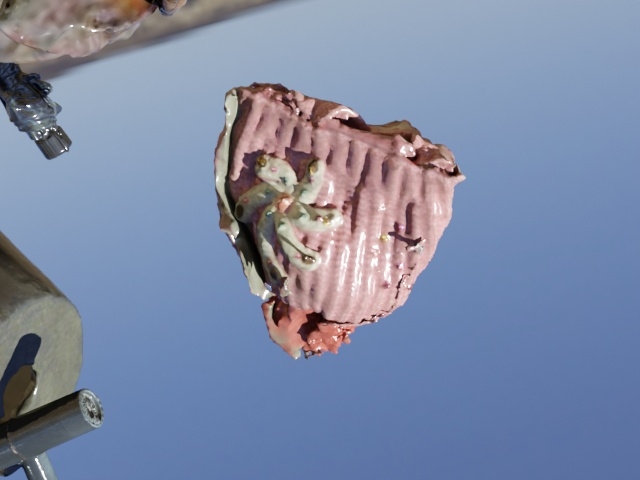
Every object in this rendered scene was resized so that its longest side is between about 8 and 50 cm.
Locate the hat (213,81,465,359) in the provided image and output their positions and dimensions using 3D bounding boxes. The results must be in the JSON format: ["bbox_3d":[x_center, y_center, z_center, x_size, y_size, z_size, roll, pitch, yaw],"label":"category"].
[{"bbox_3d":[0.000,0.000,1.704,0.236,0.286,0.107,24,-141,16],"label":"hat"}]

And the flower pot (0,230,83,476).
[{"bbox_3d":[-0.416,0.105,1.984,0.251,0.379,0.379,22,-152,26],"label":"flower pot"}]

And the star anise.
[{"bbox_3d":[-0.125,-0.225,1.293,0.331,0.117,0.332,-38,-161,15],"label":"star anise"}]

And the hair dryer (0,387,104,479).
[{"bbox_3d":[-0.268,0.262,1.906,0.173,0.195,0.050,-25,-160,23],"label":"hair dryer"}]

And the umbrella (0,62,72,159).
[{"bbox_3d":[-0.358,-0.184,2.041,0.080,0.224,0.071,-28,-159,13],"label":"umbrella"}]
